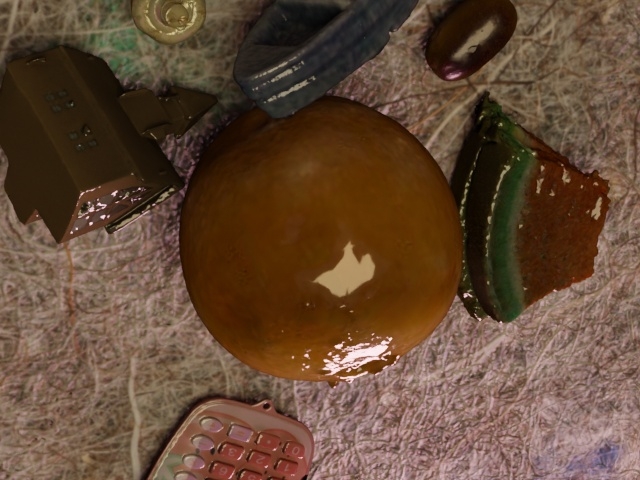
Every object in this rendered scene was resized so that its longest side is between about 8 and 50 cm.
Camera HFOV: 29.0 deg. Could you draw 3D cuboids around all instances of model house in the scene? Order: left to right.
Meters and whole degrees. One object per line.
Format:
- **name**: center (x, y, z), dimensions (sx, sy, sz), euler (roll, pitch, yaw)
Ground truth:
- **model house**: center (-0.219, -0.113, 1.376), dimensions (0.248, 0.181, 0.176), euler (-22, 164, -36)

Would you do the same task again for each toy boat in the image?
- **toy boat**: center (0.006, -0.238, 1.336), dimensions (0.283, 0.127, 0.078), euler (-51, 134, -29)

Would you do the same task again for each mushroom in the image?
- **mushroom**: center (-0.166, -0.255, 1.355), dimensions (0.083, 0.067, 0.084), euler (-10, 116, -22)

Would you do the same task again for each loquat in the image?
- **loquat**: center (0.000, 0.000, 1.382), dimensions (0.328, 0.328, 0.328), euler (-7, 115, -15)

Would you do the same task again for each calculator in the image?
- **calculator**: center (-0.139, 0.350, 1.644), dimensions (0.220, 0.048, 0.330), euler (22, 102, -24)

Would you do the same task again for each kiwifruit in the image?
- **kiwifruit**: center (0.179, -0.244, 1.469), dimensions (0.124, 0.075, 0.075), euler (-45, 118, 8)

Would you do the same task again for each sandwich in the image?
- **sandwich**: center (0.260, -0.019, 1.572), dimensions (0.212, 0.109, 0.292), euler (12, 108, -22)
